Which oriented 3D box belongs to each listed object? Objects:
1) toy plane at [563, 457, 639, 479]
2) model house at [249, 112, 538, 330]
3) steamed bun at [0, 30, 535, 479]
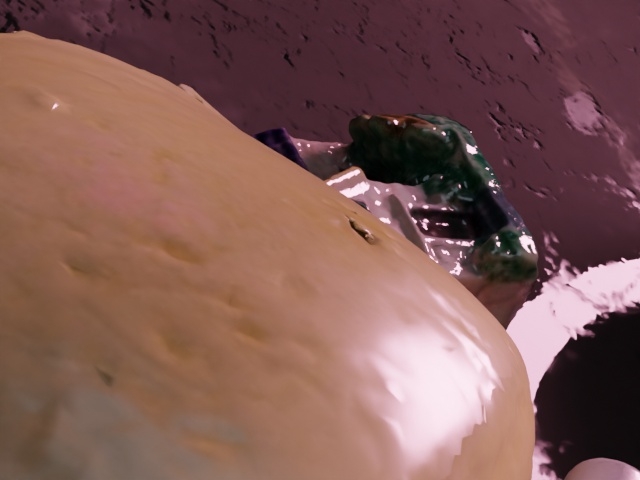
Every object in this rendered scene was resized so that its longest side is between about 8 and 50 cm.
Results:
[{"bbox_3d":[0.148,0.165,0.455,0.252,0.118,0.252,23,41,-22],"label":"toy plane"},{"bbox_3d":[0.000,0.000,0.557,0.100,0.088,0.101,5,42,-34],"label":"model house"},{"bbox_3d":[-0.075,0.049,0.381,0.232,0.166,0.273,43,37,10],"label":"steamed bun"}]
